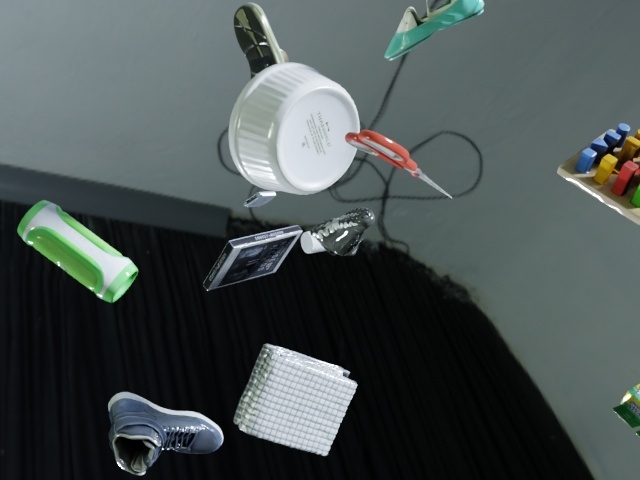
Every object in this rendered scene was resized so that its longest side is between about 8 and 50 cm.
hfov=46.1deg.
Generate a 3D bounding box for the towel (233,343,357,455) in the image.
[{"bbox_3d":[-0.068,0.424,2.026,0.283,0.121,0.235,23,90,-27],"label":"towel"}]

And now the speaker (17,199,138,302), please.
[{"bbox_3d":[-0.614,0.028,1.913,0.296,0.131,0.131,37,125,0],"label":"speaker"}]

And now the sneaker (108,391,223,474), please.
[{"bbox_3d":[-0.275,0.366,1.354,0.226,0.163,0.086,23,99,-20],"label":"sneaker"}]

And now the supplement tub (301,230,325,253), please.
[{"bbox_3d":[0.000,0.000,2.372,0.107,0.071,0.071,-9,142,-33],"label":"supplement tub"}]

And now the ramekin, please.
[{"bbox_3d":[-0.041,-0.216,1.523,0.272,0.127,0.273,-18,120,-34],"label":"ramekin"}]

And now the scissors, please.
[{"bbox_3d":[0.164,-0.124,1.323,0.297,0.109,0.021,26,82,-33],"label":"scissors"}]

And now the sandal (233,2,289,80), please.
[{"bbox_3d":[-0.112,-0.411,1.768,0.120,0.086,0.303,6,123,35],"label":"sandal"}]

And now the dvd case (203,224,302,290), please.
[{"bbox_3d":[-0.175,0.044,1.966,0.238,0.030,0.179,-14,149,-43],"label":"dvd case"}]

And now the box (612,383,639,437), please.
[{"bbox_3d":[0.538,0.244,1.130,0.179,0.105,0.043,-24,140,-20],"label":"box"}]

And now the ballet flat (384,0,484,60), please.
[{"bbox_3d":[0.240,-0.497,1.683,0.247,0.083,0.087,-25,113,19],"label":"ballet flat"}]

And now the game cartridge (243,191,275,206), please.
[{"bbox_3d":[-0.152,-0.105,1.910,0.056,0.017,0.083,-1,163,-36],"label":"game cartridge"}]

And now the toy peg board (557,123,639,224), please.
[{"bbox_3d":[0.501,-0.129,1.209,0.161,0.160,0.079,-32,147,-31],"label":"toy peg board"}]

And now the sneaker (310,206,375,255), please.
[{"bbox_3d":[0.073,-0.015,1.882,0.078,0.106,0.234,-42,-166,-34],"label":"sneaker"}]
